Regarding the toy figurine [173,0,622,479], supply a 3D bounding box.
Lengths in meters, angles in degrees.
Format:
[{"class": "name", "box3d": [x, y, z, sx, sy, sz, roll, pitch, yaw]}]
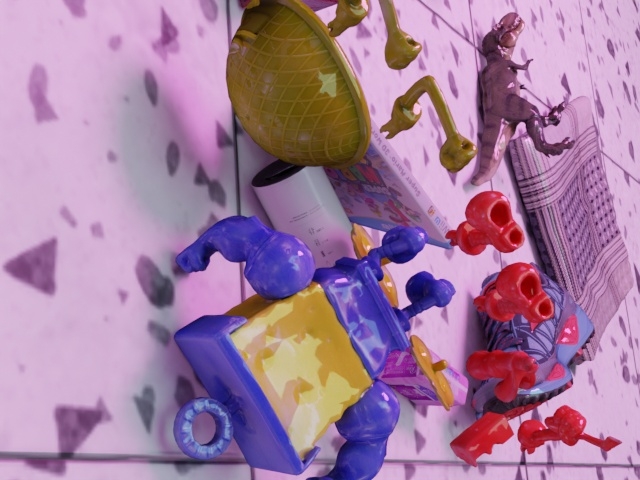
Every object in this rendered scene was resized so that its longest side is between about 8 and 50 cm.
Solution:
[{"class": "toy figurine", "box3d": [-0.007, 0.045, 0.629, 0.217, 0.191, 0.362, -35, 107, -22]}]

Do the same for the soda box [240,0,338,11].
[{"class": "soda box", "box3d": [-0.037, -0.319, 0.814, 0.092, 0.083, 0.263, -12, 89, -59]}]

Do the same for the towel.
[{"class": "towel", "box3d": [0.360, -0.028, 1.383, 0.324, 0.056, 0.312, -33, 107, -59]}]

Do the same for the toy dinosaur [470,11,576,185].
[{"class": "toy dinosaur", "box3d": [0.236, -0.148, 1.199, 0.118, 0.064, 0.268, 20, 55, -12]}]

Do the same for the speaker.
[{"class": "speaker", "box3d": [0.000, 0.000, 0.774, 0.136, 0.055, 0.055, 62, 33, -22]}]

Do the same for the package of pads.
[{"class": "package of pads", "box3d": [0.088, 0.118, 0.876, 0.083, 0.050, 0.032, 38, 53, -47]}]

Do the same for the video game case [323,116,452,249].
[{"class": "video game case", "box3d": [0.024, -0.058, 0.784, 0.015, 0.119, 0.166, -55, 130, -17]}]

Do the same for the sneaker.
[{"class": "sneaker", "box3d": [0.194, 0.099, 1.043, 0.125, 0.104, 0.262, 56, 28, 0]}]
